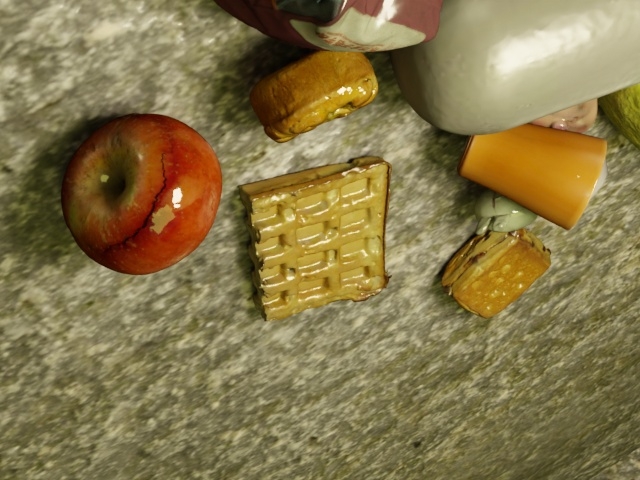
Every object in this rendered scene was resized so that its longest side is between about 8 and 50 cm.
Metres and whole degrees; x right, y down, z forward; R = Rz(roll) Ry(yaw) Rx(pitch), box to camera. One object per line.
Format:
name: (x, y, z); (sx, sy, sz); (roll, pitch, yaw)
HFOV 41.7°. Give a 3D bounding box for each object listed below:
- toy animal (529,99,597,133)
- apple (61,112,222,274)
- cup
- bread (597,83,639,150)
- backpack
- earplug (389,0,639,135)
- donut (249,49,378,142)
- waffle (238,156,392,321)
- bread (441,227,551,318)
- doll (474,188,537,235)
toy animal: (0.470, -0.255, 1.683); (0.166, 0.154, 0.250); (-4, 146, -11)
apple: (-0.285, -0.072, 1.380); (0.272, 0.251, 0.206); (-58, 148, 5)
cup: (0.403, -0.139, 1.608); (0.263, 0.226, 0.182); (21, 86, 4)
bread: (0.754, -0.303, 1.679); (0.308, 0.348, 0.348); (-49, 133, 1)
backpack: (-0.007, -0.383, 1.240); (0.283, 0.317, 0.197); (4, 101, -53)
earplug: (0.318, -0.348, 1.418); (0.394, 0.313, 0.313); (-21, 133, -10)
donut: (-0.010, -0.246, 1.403); (0.226, 0.226, 0.114); (-27, 96, -5)
waffle: (0.000, 0.000, 1.701); (0.304, 0.077, 0.348); (-15, 132, -17)
bread: (0.400, 0.063, 1.941); (0.235, 0.099, 0.210); (-45, 136, 15)
doll: (0.406, -0.082, 1.776); (0.275, 0.154, 0.113); (-19, 101, -51)
